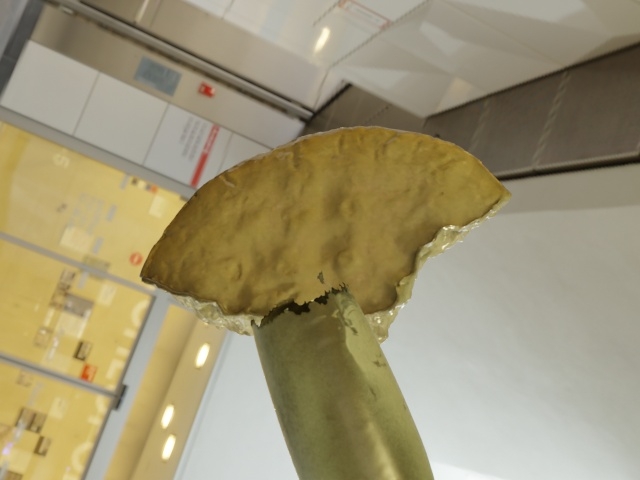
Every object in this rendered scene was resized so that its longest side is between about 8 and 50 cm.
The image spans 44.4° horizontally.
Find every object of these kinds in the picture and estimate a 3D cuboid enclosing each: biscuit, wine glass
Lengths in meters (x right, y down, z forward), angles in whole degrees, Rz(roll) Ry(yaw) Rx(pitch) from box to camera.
[{"bbox_3d":[0.000,0.000,0.541,0.040,0.265,0.188,67,8,-55],"label":"biscuit"},{"bbox_3d":[0.035,0.140,0.368,0.262,0.074,0.074,68,-20,-2],"label":"wine glass"}]
